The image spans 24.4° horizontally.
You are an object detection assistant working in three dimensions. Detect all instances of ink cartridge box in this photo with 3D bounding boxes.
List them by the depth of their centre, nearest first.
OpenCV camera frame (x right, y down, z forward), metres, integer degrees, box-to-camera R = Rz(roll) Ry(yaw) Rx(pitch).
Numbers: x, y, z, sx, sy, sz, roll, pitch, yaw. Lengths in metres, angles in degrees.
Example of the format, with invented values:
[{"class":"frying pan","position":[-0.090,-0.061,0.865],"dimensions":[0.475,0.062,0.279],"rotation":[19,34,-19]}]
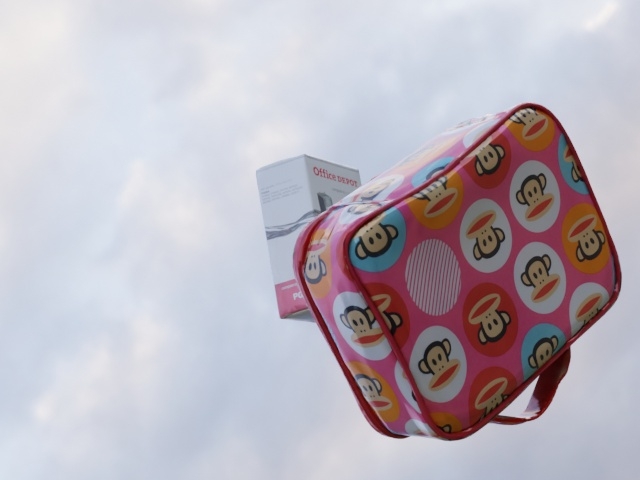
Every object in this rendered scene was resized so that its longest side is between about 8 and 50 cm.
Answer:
[{"class":"ink cartridge box","position":[0.000,0.000,2.086],"dimensions":[0.092,0.218,0.158],"rotation":[-19,-16,28]}]

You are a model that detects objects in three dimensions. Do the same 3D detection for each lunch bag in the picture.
[{"class":"lunch bag","position":[0.139,0.042,1.326],"dimensions":[0.293,0.120,0.258],"rotation":[-34,-77,-32]}]
